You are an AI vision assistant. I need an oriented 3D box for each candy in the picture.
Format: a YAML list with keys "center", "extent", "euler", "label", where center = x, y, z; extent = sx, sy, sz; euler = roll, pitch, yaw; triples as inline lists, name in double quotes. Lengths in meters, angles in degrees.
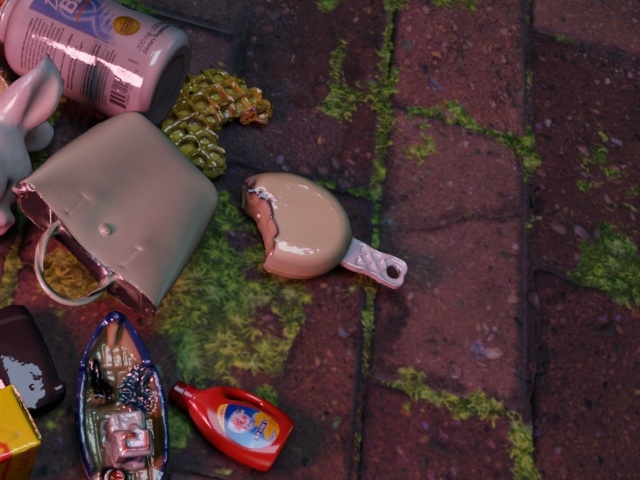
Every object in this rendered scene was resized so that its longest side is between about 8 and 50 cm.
- center: [-0.464, 0.273, 1.481]
  extent: [0.276, 0.146, 0.088]
  euler: [-21, 68, -28]
  label: "candy"

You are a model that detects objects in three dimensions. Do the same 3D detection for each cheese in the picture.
- center: [0.007, -0.015, 1.881]
  extent: [0.248, 0.071, 0.163]
  euler: [8, 58, -15]
  label: "cheese"

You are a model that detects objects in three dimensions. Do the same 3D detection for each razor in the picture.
- center: [-0.384, 0.155, 1.639]
  extent: [0.090, 0.054, 0.148]
  euler: [-20, 67, -26]
  label: "razor"

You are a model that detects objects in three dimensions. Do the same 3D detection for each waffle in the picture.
- center: [-0.158, -0.177, 1.938]
  extent: [0.149, 0.051, 0.194]
  euler: [24, 53, -2]
  label: "waffle"

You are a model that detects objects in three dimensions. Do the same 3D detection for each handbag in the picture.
- center: [-0.268, -0.028, 1.698]
  extent: [0.241, 0.109, 0.315]
  euler: [44, 33, -7]
  label: "handbag"

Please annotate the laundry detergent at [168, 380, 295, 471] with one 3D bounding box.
- center: [-0.119, 0.228, 1.694]
  extent: [0.165, 0.049, 0.097]
  euler: [31, 47, 2]
  label: "laundry detergent"

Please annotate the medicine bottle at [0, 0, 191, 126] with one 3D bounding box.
- center: [-0.342, -0.280, 1.858]
  extent: [0.288, 0.157, 0.157]
  euler: [25, 53, 7]
  label: "medicine bottle"

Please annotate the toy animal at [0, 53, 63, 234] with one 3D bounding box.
- center: [-0.493, -0.101, 1.668]
  extent: [0.367, 0.196, 0.241]
  euler: [-24, 78, -28]
  label: "toy animal"

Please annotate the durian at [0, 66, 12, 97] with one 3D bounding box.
- center: [-0.487, -0.226, 1.847]
  extent: [0.130, 0.052, 0.066]
  euler: [17, 57, -10]
  label: "durian"

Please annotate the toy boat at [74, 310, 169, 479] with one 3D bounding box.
- center: [-0.245, 0.214, 1.614]
  extent: [0.114, 0.115, 0.262]
  euler: [-1, 59, -21]
  label: "toy boat"
